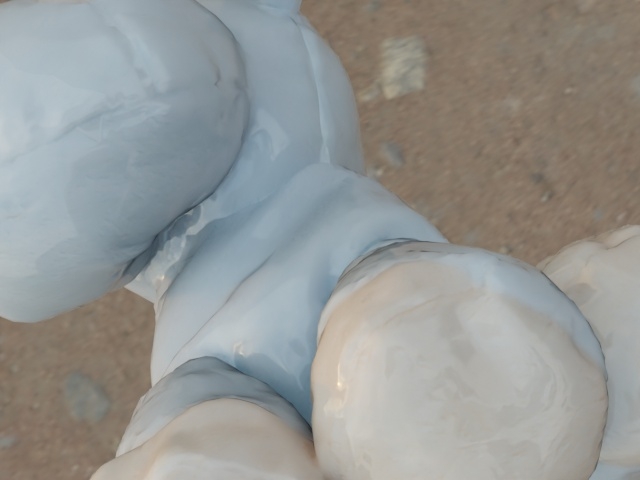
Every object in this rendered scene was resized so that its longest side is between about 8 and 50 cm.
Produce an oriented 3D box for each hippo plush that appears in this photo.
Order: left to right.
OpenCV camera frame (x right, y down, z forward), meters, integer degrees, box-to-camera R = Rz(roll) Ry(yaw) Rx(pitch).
[{"bbox_3d":[0.000,0.000,0.568,0.234,0.294,0.237,-39,69,36],"label":"hippo plush"}]
